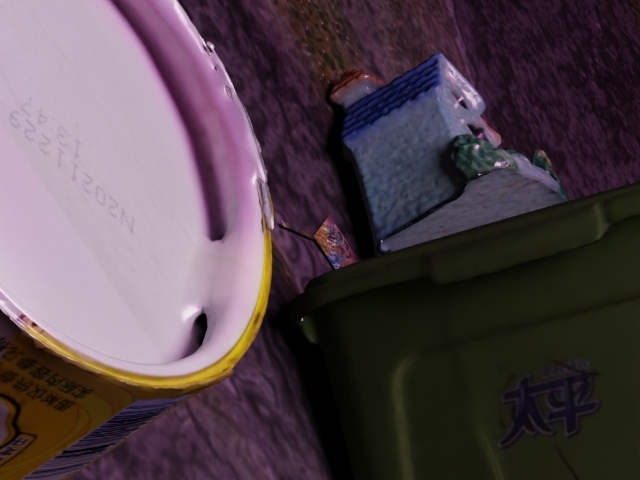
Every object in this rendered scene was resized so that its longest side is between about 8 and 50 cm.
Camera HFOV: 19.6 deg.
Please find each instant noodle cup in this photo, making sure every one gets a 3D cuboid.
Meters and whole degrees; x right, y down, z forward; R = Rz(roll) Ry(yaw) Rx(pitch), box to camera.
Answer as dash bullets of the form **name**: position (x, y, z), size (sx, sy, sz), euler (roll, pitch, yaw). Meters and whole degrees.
- **instant noodle cup**: position (-0.157, -0.006, 0.648), size (0.264, 0.200, 0.264), euler (38, 36, -36)

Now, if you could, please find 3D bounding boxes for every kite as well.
- **kite**: position (0.002, 0.006, 1.122), size (0.078, 0.002, 0.044), euler (-9, 73, -63)

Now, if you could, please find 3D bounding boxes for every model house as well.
- **model house**: position (0.075, -0.062, 1.203), size (0.148, 0.119, 0.148), euler (14, 46, -55)

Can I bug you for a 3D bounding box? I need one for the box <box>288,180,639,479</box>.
- **box**: position (0.175, 0.079, 1.028), size (0.253, 0.329, 0.177), euler (12, 67, -54)
